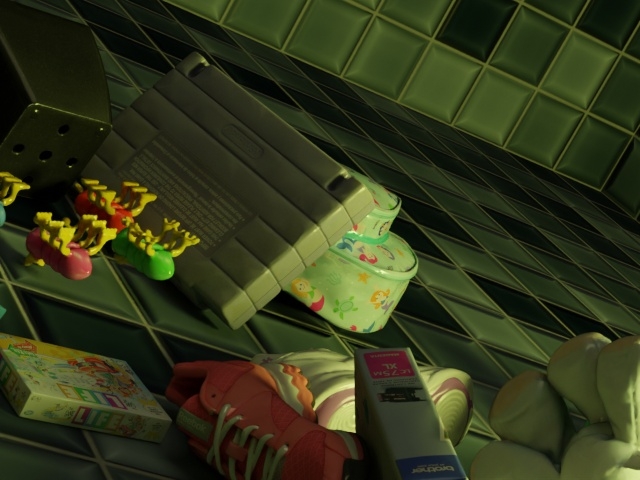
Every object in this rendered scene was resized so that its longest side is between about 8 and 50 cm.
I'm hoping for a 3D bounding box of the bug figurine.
[{"bbox_3d":[-0.272,-0.016,1.885,0.216,0.072,0.279,31,17,37],"label":"bug figurine"}]

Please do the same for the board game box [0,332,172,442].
[{"bbox_3d":[-0.220,0.132,1.560,0.154,0.026,0.103,17,18,-41],"label":"board game box"}]

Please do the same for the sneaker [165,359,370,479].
[{"bbox_3d":[-0.060,0.189,1.546,0.136,0.116,0.314,16,10,-23],"label":"sneaker"}]

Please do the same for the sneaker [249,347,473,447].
[{"bbox_3d":[0.049,0.158,1.815,0.152,0.114,0.305,28,9,39],"label":"sneaker"}]

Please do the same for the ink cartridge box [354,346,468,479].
[{"bbox_3d":[0.077,0.234,1.458,0.065,0.186,0.311,-3,20,-4],"label":"ink cartridge box"}]

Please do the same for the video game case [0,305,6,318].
[{"bbox_3d":[-0.379,0.013,1.623,0.166,0.015,0.119,35,-3,21],"label":"video game case"}]

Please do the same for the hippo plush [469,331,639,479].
[{"bbox_3d":[0.332,0.244,1.806,0.236,0.234,0.294,40,-15,-36],"label":"hippo plush"}]

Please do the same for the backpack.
[{"bbox_3d":[0.000,0.000,2.172,0.253,0.191,0.225,36,14,7],"label":"backpack"}]

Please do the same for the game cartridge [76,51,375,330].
[{"bbox_3d":[-0.128,-0.063,2.050,0.355,0.230,0.068,41,-9,39],"label":"game cartridge"}]

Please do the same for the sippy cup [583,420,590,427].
[{"bbox_3d":[0.461,0.264,2.089,0.224,0.240,0.305,37,37,-11],"label":"sippy cup"}]

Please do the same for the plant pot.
[{"bbox_3d":[-0.352,-0.152,2.024,0.188,0.187,0.167,15,31,-47],"label":"plant pot"}]
